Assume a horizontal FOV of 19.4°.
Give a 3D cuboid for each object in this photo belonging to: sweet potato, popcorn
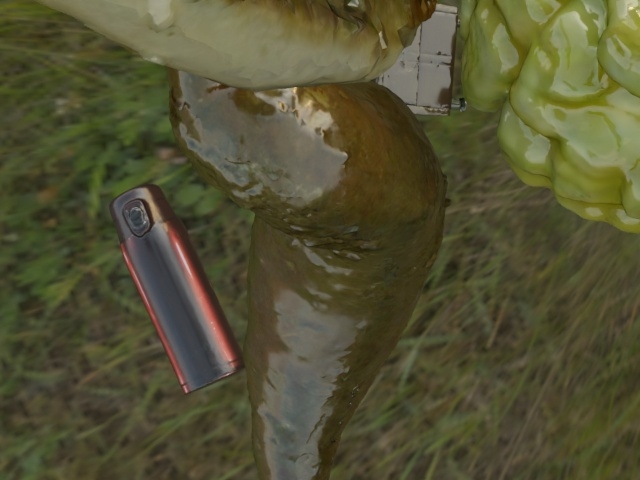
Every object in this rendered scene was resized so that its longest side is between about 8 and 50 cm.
[{"bbox_3d":[0.002,-0.003,0.846,0.124,0.310,0.098,-35,55,-23],"label":"sweet potato"},{"bbox_3d":[0.160,-0.117,0.802,0.181,0.217,0.235,24,84,6],"label":"popcorn"}]

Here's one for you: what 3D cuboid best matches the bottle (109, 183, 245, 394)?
[{"bbox_3d":[-0.115,0.036,1.465,0.060,0.060,0.164,-26,86,13],"label":"bottle"}]

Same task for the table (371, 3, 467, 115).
[{"bbox_3d":[0.059,-0.130,1.340,0.082,0.070,0.083,4,91,-30],"label":"table"}]

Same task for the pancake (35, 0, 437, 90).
[{"bbox_3d":[-0.078,-0.199,0.512,0.065,0.356,0.356,-24,90,18],"label":"pancake"}]
